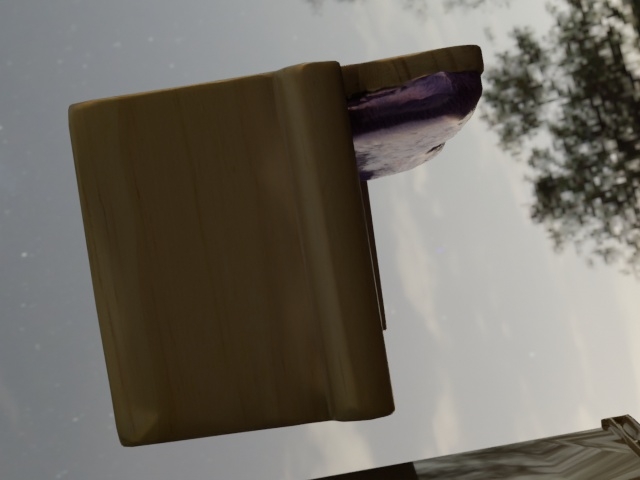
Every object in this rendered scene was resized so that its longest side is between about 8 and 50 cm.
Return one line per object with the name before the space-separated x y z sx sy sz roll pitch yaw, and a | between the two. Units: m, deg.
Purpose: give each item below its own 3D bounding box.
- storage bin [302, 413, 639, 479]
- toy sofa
storage bin | 0.031 0.175 0.406 0.260 0.262 0.123 -99 -1 -83
toy sofa | 0.000 0.000 0.623 0.362 0.177 0.150 -23 -75 -87
